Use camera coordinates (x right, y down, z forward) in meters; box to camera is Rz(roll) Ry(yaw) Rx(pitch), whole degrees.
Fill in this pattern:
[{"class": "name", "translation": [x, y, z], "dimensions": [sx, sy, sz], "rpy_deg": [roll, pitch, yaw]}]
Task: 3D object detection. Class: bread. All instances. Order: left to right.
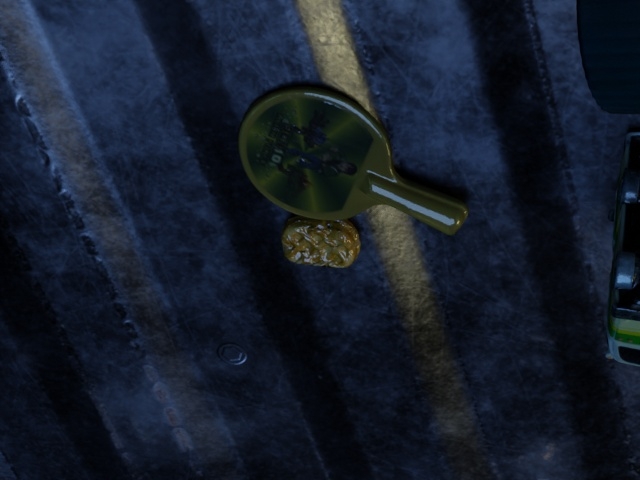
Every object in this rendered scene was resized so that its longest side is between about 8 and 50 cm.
[{"class": "bread", "translation": [0.000, 0.000, 2.065], "dimensions": [0.110, 0.044, 0.083], "rpy_deg": [5, 130, 11]}]

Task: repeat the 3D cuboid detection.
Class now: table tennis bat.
[{"class": "table tennis bat", "translation": [0.043, -0.091, 1.983], "dimensions": [0.321, 0.050, 0.198], "rpy_deg": [25, 129, -4]}]

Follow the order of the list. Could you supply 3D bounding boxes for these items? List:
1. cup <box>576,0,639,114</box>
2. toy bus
[{"class": "cup", "translation": [0.428, -0.266, 1.586], "dimensions": [0.292, 0.242, 0.308], "rpy_deg": [0, 146, 28]}, {"class": "toy bus", "translation": [0.417, 0.016, 1.847], "dimensions": [0.133, 0.276, 0.165], "rpy_deg": [8, 143, 7]}]
